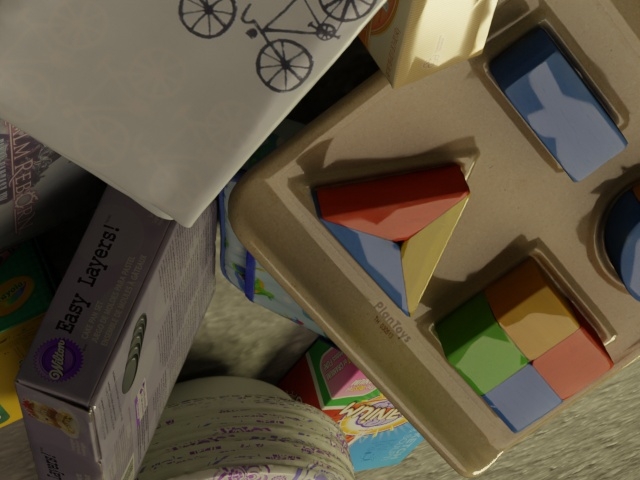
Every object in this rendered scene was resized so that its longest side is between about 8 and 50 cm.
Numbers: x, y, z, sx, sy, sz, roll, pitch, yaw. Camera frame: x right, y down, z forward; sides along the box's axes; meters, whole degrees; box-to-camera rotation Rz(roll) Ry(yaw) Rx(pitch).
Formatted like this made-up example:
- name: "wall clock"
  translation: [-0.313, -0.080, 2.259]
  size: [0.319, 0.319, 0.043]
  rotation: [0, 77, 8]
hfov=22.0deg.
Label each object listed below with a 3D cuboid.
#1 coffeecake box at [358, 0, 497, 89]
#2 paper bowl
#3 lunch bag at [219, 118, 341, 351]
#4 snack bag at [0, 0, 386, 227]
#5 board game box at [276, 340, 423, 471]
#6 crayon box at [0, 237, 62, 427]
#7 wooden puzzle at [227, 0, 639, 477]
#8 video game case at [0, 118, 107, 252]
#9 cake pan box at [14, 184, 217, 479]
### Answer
- name: "coffeecake box"
  translation: [0.034, -0.208, 0.968]
  size: [0.068, 0.185, 0.142]
  rotation: [-23, 155, -19]
- name: "paper bowl"
  translation: [-0.108, 0.246, 1.689]
  size: [0.284, 0.148, 0.284]
  rotation: [-9, 144, -7]
- name: "lunch bag"
  translation: [0.000, 0.000, 1.344]
  size: [0.090, 0.176, 0.219]
  rotation: [-58, 171, -24]
- name: "snack bag"
  translation: [-0.123, -0.187, 0.833]
  size: [0.342, 0.037, 0.323]
  rotation: [32, 123, -21]
- name: "board game box"
  translation: [0.070, 0.159, 1.833]
  size: [0.242, 0.064, 0.316]
  rotation: [-3, 146, -40]
- name: "crayon box"
  translation: [-0.330, 0.110, 1.342]
  size: [0.278, 0.081, 0.165]
  rotation: [-25, 154, -5]
- name: "wooden puzzle"
  translation: [0.159, -0.015, 1.193]
  size: [0.348, 0.080, 0.322]
  rotation: [-39, 115, 8]
- name: "video game case"
  translation: [-0.261, -0.037, 1.136]
  size: [0.274, 0.026, 0.196]
  rotation: [-26, 153, -24]
- name: "cake pan box"
  translation: [-0.150, 0.072, 1.287]
  size: [0.070, 0.246, 0.267]
  rotation: [19, 153, 8]
